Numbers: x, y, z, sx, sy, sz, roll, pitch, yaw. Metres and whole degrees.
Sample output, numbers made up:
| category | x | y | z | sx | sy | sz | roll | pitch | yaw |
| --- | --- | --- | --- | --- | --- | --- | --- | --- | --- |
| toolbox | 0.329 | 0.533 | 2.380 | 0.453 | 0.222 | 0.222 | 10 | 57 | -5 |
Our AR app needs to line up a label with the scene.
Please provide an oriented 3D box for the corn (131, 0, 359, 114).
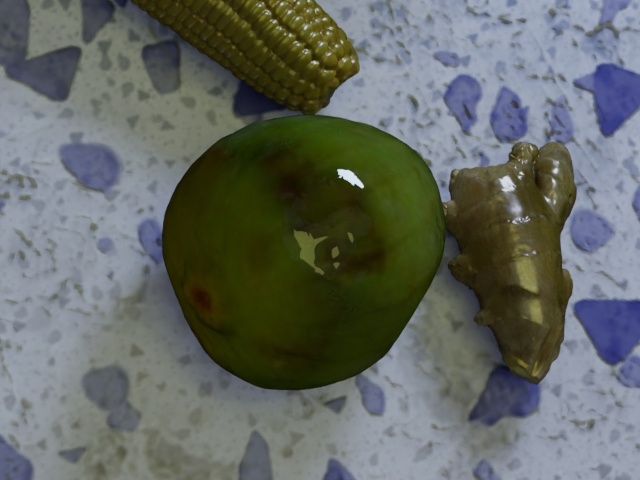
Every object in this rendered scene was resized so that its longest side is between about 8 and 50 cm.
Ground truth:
| category | x | y | z | sx | sy | sz | roll | pitch | yaw |
| --- | --- | --- | --- | --- | --- | --- | --- | --- | --- |
| corn | -0.099 | -0.214 | 1.400 | 0.305 | 0.106 | 0.106 | 36 | 76 | -7 |

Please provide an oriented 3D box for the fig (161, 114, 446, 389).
| category | x | y | z | sx | sy | sz | roll | pitch | yaw |
| --- | --- | --- | --- | --- | --- | --- | --- | --- | --- |
| fig | 0.001 | 0.001 | 1.339 | 0.230 | 0.207 | 0.207 | -22 | 87 | -13 |

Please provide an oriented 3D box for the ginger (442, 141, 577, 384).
| category | x | y | z | sx | sy | sz | roll | pitch | yaw |
| --- | --- | --- | --- | --- | --- | --- | --- | --- | --- |
| ginger | 0.153 | 0.009 | 1.433 | 0.115 | 0.081 | 0.206 | 20 | 67 | -41 |
